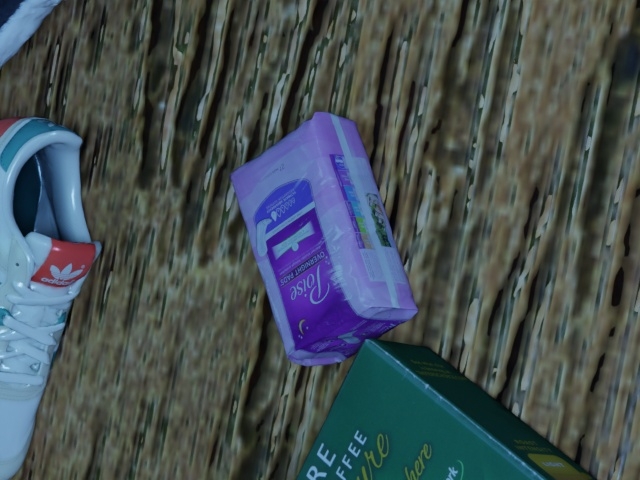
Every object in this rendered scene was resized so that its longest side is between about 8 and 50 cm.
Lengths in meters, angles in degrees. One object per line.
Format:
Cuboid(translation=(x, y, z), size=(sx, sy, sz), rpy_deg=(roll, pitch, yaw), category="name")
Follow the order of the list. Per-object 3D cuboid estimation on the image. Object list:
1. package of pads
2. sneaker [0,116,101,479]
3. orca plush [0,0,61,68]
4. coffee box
Cuboid(translation=(0.000, 0.000, 0.730), size=(0.050, 0.032, 0.083), rpy_deg=(-35, 63, 38), category="package of pads")
Cuboid(translation=(-0.130, 0.024, 0.828), size=(0.075, 0.057, 0.161), rpy_deg=(-3, 80, 48), category="sneaker")
Cuboid(translation=(-0.190, -0.089, 0.829), size=(0.287, 0.102, 0.151), rpy_deg=(-29, 35, 37), category="orca plush")
Cuboid(translation=(0.060, 0.125, 0.654), size=(0.184, 0.040, 0.113), rpy_deg=(36, 109, 38), category="coffee box")
